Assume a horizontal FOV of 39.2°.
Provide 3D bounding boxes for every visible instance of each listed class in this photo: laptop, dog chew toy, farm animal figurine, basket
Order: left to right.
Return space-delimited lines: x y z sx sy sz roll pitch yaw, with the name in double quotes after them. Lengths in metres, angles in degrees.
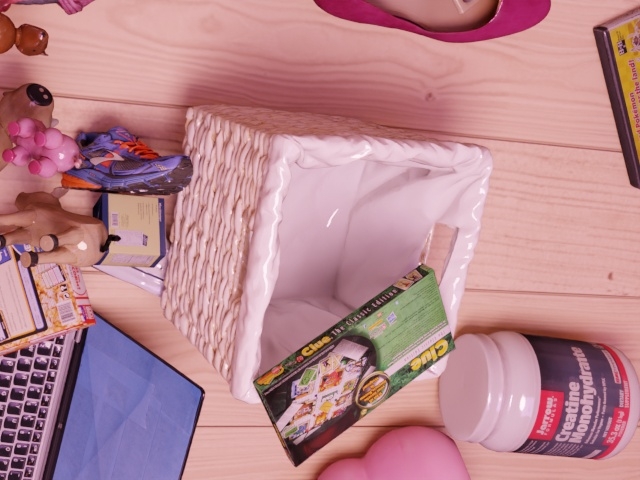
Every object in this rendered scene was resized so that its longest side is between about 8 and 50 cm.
-0.390 -0.103 1.073 0.327 0.172 0.330 -17 89 25 "farm animal figurine"
-0.413 0.288 1.218 0.408 0.236 0.381 12 104 -19 "laptop"
0.000 0.000 1.176 0.331 0.266 0.328 0 109 -34 "basket"
0.079 0.429 1.428 0.332 0.206 0.206 -22 113 1 "dog chew toy"

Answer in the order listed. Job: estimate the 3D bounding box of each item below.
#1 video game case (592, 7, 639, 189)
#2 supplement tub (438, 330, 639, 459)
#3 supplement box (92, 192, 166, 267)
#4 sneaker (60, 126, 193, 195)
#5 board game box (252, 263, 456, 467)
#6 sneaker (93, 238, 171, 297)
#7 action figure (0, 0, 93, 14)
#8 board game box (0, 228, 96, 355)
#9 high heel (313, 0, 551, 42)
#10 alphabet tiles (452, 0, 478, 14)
0.572 -0.252 1.410 0.248 0.035 0.274 -25 114 -6 "video game case"
0.348 0.246 1.435 0.272 0.191 0.191 8 106 -18 "supplement tub"
-0.252 -0.012 1.183 0.083 0.056 0.083 4 69 -26 "supplement box"
-0.254 -0.104 1.157 0.083 0.221 0.087 3 91 -57 "sneaker"
0.048 0.150 1.089 0.260 0.030 0.136 -33 123 -20 "board game box"
-0.266 0.011 1.254 0.258 0.094 0.091 28 81 -26 "sneaker"
-0.252 -0.381 1.088 0.370 0.248 0.275 -41 141 0 "action figure"
-0.403 0.068 1.152 0.194 0.045 0.146 -18 84 6 "board game box"
0.162 -0.320 1.194 0.378 0.181 0.127 -1 109 -15 "high heel"
0.152 -0.479 1.147 0.285 0.011 0.342 -43 112 -30 "alphabet tiles"
